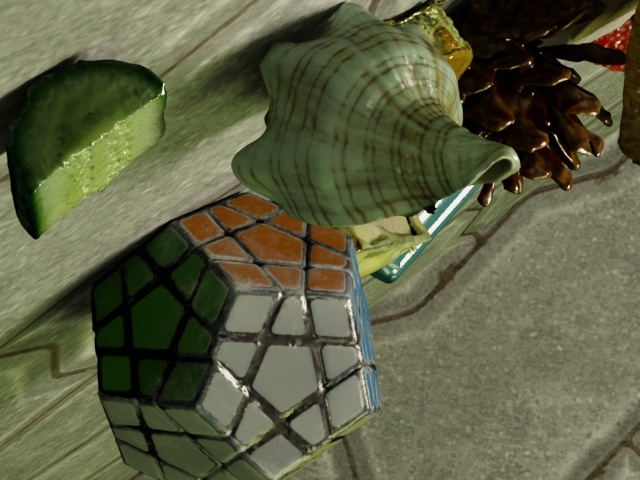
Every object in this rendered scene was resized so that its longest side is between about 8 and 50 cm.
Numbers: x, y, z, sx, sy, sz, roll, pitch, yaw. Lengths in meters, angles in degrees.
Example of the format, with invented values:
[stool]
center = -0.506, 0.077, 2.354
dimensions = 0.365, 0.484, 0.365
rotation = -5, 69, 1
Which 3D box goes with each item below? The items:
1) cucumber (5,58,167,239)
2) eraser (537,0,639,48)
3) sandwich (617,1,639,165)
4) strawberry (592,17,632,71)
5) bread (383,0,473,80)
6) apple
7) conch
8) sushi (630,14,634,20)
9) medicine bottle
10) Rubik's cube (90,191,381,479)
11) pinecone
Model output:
[cucumber]
center = -0.161, -0.067, 1.156
dimensions = 0.116, 0.062, 0.115
rotation = -41, 175, -15
[eraser]
center = 0.328, -0.300, 1.754
dimensions = 0.144, 0.078, 0.343
rotation = -29, 171, -34
[sandwich]
center = 0.369, -0.216, 1.647
dimensions = 0.254, 0.100, 0.288
rotation = -54, 161, -15
[strawberry]
center = 0.491, -0.295, 2.359
dimensions = 0.286, 0.106, 0.188
rotation = -34, 171, -5
[bread]
center = 0.064, -0.146, 1.595
dimensions = 0.128, 0.069, 0.140
rotation = -26, 167, -43
[apple]
center = 0.000, 0.000, 2.040
dimensions = 0.193, 0.120, 0.265
rotation = -24, 174, 22
[conch]
center = 0.026, -0.095, 1.382
dimensions = 0.203, 0.169, 0.386
rotation = -38, -173, -9
[sushi]
center = 0.463, -0.314, 2.044
dimensions = 0.225, 0.136, 0.126
rotation = -49, 169, 32
[medicine bottle]
center = 0.112, -0.055, 2.254
dimensions = 0.258, 0.124, 0.079
rotation = -46, 175, -11
[Rubik's cube]
center = -0.083, 0.112, 1.792
dimensions = 0.264, 0.319, 0.319
rotation = -9, 174, 6
[pinecone]
center = 0.187, -0.138, 1.709
dimensions = 0.229, 0.201, 0.202
rotation = -19, 174, 28
